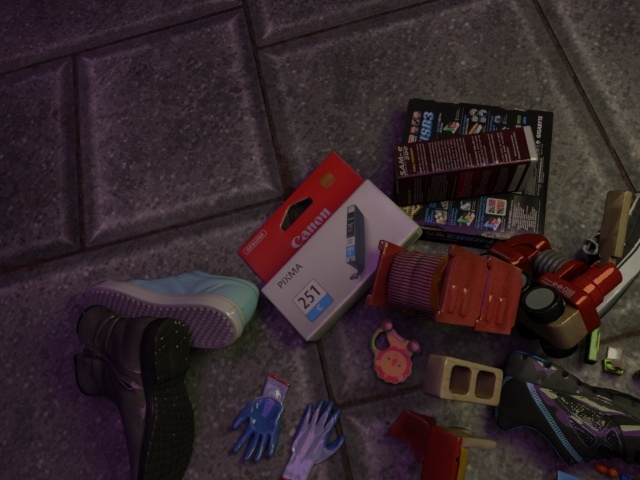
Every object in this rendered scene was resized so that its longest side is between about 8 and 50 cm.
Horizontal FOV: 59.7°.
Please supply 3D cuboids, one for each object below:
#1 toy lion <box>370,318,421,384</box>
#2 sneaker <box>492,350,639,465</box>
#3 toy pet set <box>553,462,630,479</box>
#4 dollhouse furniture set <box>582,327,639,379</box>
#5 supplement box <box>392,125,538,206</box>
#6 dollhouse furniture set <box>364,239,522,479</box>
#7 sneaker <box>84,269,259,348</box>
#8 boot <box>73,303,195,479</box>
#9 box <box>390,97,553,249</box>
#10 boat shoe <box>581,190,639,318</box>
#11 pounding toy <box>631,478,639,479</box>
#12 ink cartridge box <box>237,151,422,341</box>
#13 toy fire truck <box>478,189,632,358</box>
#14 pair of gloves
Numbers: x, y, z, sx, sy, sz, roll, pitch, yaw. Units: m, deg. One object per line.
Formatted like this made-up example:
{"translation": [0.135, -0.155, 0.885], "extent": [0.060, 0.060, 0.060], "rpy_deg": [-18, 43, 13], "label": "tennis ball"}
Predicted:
{"translation": [0.131, 0.209, 1.024], "extent": [0.100, 0.034, 0.096], "rpy_deg": [38, 85, 21], "label": "toy lion"}
{"translation": [0.451, 0.304, 0.900], "extent": [0.341, 0.125, 0.139], "rpy_deg": [22, 89, 22], "label": "sneaker"}
{"translation": [0.424, 0.405, 0.874], "extent": [0.114, 0.065, 0.122], "rpy_deg": [19, 71, 16], "label": "toy pet set"}
{"translation": [0.528, 0.197, 0.940], "extent": [0.152, 0.076, 0.058], "rpy_deg": [13, 71, 15], "label": "dollhouse furniture set"}
{"translation": [0.254, -0.131, 1.015], "extent": [0.239, 0.130, 0.073], "rpy_deg": [-7, 69, 5], "label": "supplement box"}
{"translation": [0.169, 0.197, 0.889], "extent": [0.152, 0.201, 0.374], "rpy_deg": [16, 82, -27], "label": "dollhouse furniture set"}
{"translation": [-0.284, 0.122, 1.093], "extent": [0.366, 0.135, 0.150], "rpy_deg": [6, 28, 22], "label": "sneaker"}
{"translation": [-0.349, 0.291, 1.016], "extent": [0.223, 0.118, 0.338], "rpy_deg": [1, 85, 28], "label": "boot"}
{"translation": [0.299, -0.135, 1.116], "extent": [0.293, 0.073, 0.295], "rpy_deg": [8, 70, 13], "label": "box"}
{"translation": [0.523, 0.023, 0.995], "extent": [0.105, 0.113, 0.306], "rpy_deg": [36, 75, 27], "label": "boat shoe"}
{"translation": [0.525, 0.411, 0.820], "extent": [0.100, 0.130, 0.141], "rpy_deg": [19, 71, 16], "label": "pounding toy"}
{"translation": [0.000, 0.000, 1.074], "extent": [0.296, 0.066, 0.261], "rpy_deg": [-46, 68, 5], "label": "ink cartridge box"}
{"translation": [0.401, 0.033, 0.934], "extent": [0.246, 0.158, 0.217], "rpy_deg": [-37, 29, -5], "label": "toy fire truck"}
{"translation": [-0.057, 0.340, 1.000], "extent": [0.198, 0.023, 0.159], "rpy_deg": [21, 72, 17], "label": "pair of gloves"}
